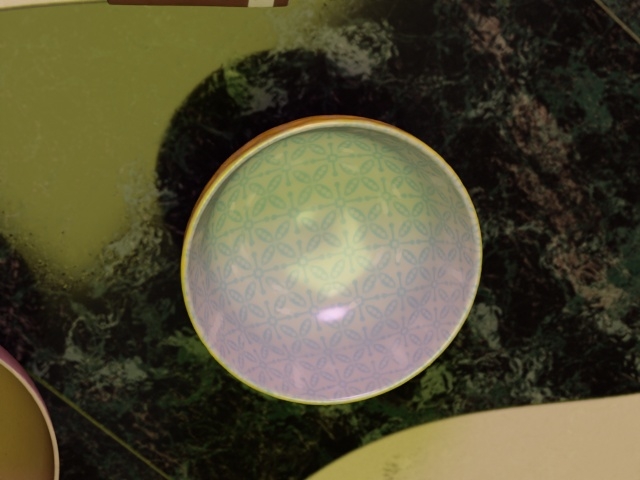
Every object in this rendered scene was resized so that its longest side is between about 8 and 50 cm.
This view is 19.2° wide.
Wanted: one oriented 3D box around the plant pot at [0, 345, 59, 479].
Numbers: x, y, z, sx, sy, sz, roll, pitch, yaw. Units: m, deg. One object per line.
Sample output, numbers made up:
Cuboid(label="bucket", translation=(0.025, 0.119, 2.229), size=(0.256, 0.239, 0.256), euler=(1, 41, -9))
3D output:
Cuboid(label="plant pot", translation=(-0.398, 0.186, 1.834), size=(0.284, 0.191, 0.284), euler=(-3, 108, -9))

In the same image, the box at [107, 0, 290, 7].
Cuboid(label="box", translation=(-0.107, -0.335, 1.674), size=(0.167, 0.203, 0.168), euler=(0, 144, -10))

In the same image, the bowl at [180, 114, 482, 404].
Cuboid(label="bowl", translation=(0.000, 0.000, 1.860), size=(0.289, 0.156, 0.289), euler=(-3, 110, -9))
